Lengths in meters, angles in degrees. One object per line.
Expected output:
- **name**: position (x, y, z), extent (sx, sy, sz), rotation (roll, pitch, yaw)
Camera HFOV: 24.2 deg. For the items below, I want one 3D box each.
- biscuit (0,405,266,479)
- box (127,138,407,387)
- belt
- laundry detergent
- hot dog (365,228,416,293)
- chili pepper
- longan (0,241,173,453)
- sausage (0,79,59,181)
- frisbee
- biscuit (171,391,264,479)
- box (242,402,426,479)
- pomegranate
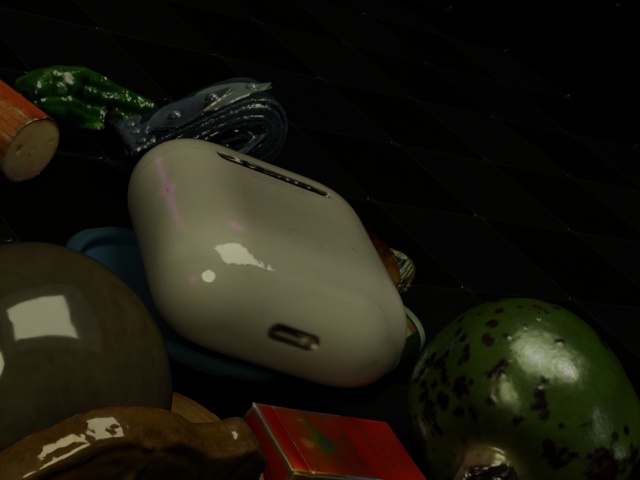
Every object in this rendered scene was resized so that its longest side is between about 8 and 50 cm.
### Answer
- **biscuit**: position (-0.178, 0.208, 1.012), extent (0.257, 0.273, 0.049), rotation (15, 40, -53)
- **box**: position (-0.063, 0.019, 1.631), extent (0.289, 0.141, 0.349), rotation (19, 20, -21)
- **belt**: position (-0.146, -0.126, 1.961), extent (0.218, 0.122, 0.128), rotation (-26, 34, -9)
- **laundry detergent**: position (0.042, 0.125, 1.747), extent (0.099, 0.070, 0.226), rotation (41, 24, 13)
- **hot dog**: position (0.000, 0.000, 1.982), extent (0.270, 0.082, 0.162), rotation (22, 22, -16)
- **chili pepper**: position (-0.320, -0.185, 2.025), extent (0.253, 0.083, 0.099), rotation (2, 70, -52)
- **longan**: position (-0.239, 0.114, 1.226), extent (0.248, 0.248, 0.248), rotation (23, 21, -9)
- **sausage**: position (-0.459, -0.191, 1.877), extent (0.312, 0.093, 0.093), rotation (36, 23, 27)
- **frisbee**: position (-0.154, 0.080, 1.644), extent (0.289, 0.049, 0.289), rotation (25, 18, -9)
- **biscuit**: position (-0.120, 0.210, 1.404), extent (0.142, 0.029, 0.220), rotation (21, 21, -16)
- **box**: position (0.012, 0.224, 1.499), extent (0.175, 0.048, 0.112), rotation (13, 26, -33)
- **pomegranate**: position (0.209, 0.193, 1.567), extent (0.254, 0.254, 0.270), rotation (28, 40, 5)
